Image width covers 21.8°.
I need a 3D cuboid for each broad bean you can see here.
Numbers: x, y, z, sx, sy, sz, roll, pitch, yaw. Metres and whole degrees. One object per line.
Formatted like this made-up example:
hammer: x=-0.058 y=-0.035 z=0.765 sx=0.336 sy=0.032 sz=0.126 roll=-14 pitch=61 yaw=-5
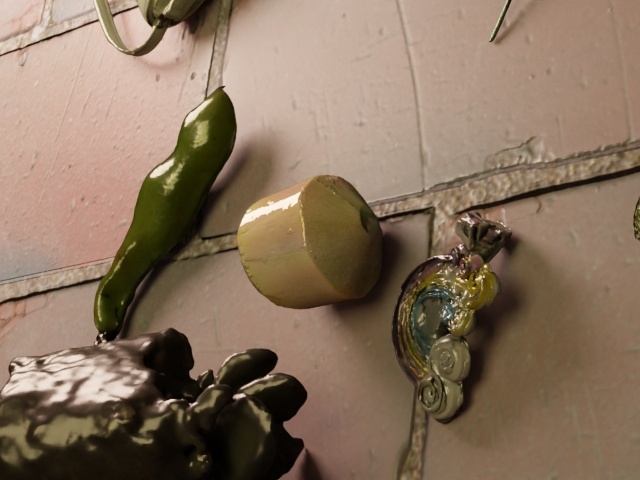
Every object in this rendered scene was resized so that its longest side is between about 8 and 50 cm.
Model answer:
broad bean: x=-0.159 y=-0.012 z=1.703 sx=0.098 sy=0.056 sz=0.318 roll=23 pitch=93 yaw=42

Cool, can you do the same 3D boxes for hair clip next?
hair clip: x=0.109 y=0.060 z=1.410 sx=0.172 sy=0.049 sz=0.116 roll=-66 pitch=28 yaw=10

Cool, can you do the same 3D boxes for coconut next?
coconut: x=0.000 y=0.000 z=1.496 sx=0.122 sy=0.116 sz=0.116 roll=-16 pitch=60 yaw=37

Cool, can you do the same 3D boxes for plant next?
plant: x=-0.146 y=0.182 z=1.471 sx=0.276 sy=0.199 sz=0.188 roll=0 pitch=26 yaw=11

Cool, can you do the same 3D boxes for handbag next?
handbag: x=-0.192 y=-0.333 z=1.881 sx=0.219 sy=0.079 sz=0.256 roll=-54 pitch=42 yaw=27

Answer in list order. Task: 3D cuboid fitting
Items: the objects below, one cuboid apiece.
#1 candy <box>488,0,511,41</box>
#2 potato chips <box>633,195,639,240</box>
candy: x=0.178 y=-0.235 z=1.496 sx=0.035 sy=0.035 sz=0.123 roll=26 pitch=101 yaw=30
potato chips: x=0.324 y=-0.016 z=1.243 sx=0.209 sy=0.026 sz=0.142 roll=-21 pitch=54 yaw=35
